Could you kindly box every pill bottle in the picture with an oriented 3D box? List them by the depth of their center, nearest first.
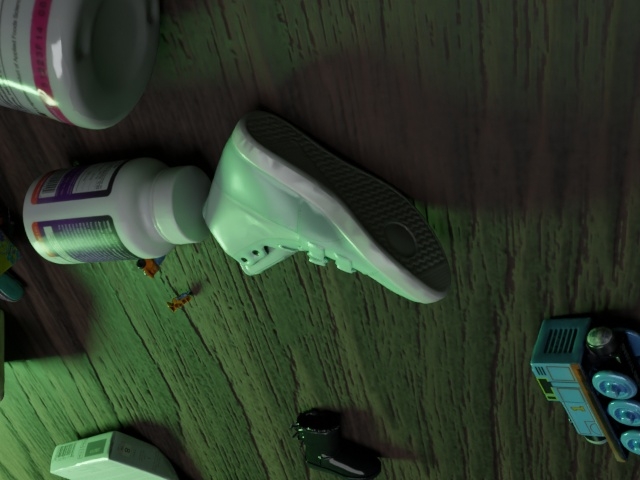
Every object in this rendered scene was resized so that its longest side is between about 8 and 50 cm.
[{"bbox_3d":[-0.299,-0.203,0.671,0.283,0.160,0.160,15,135,11],"label":"pill bottle"},{"bbox_3d":[-0.213,-0.032,0.833,0.193,0.108,0.108,-3,129,27],"label":"pill bottle"}]

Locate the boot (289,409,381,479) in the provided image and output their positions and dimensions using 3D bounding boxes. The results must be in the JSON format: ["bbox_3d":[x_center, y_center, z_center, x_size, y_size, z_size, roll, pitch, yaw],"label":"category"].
[{"bbox_3d":[0.022,0.283,1.075,0.121,0.045,0.099,6,130,20],"label":"boot"}]

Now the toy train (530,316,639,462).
[{"bbox_3d":[0.295,0.156,0.808,0.105,0.080,0.184,-5,132,40],"label":"toy train"}]

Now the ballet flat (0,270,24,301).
[{"bbox_3d":[-0.460,0.042,1.067,0.041,0.041,0.114,-16,122,35],"label":"ballet flat"}]

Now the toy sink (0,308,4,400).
[{"bbox_3d":[-0.532,0.192,1.133,0.131,0.153,0.234,-1,142,-22],"label":"toy sink"}]

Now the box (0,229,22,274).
[{"bbox_3d":[-0.562,0.015,0.869,0.177,0.290,0.279,-25,109,34],"label":"box"}]

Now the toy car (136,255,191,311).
[{"bbox_3d":[-0.196,0.033,0.953,0.040,0.060,0.122,-31,144,-6],"label":"toy car"}]

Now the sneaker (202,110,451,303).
[{"bbox_3d":[0.000,-0.001,0.774,0.256,0.094,0.151,38,130,2],"label":"sneaker"}]

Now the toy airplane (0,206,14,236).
[{"bbox_3d":[-0.456,-0.040,0.992,0.151,0.028,0.151,11,129,15],"label":"toy airplane"}]

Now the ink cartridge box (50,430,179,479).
[{"bbox_3d":[-0.325,0.407,1.359,0.189,0.066,0.232,-23,140,38],"label":"ink cartridge box"}]
